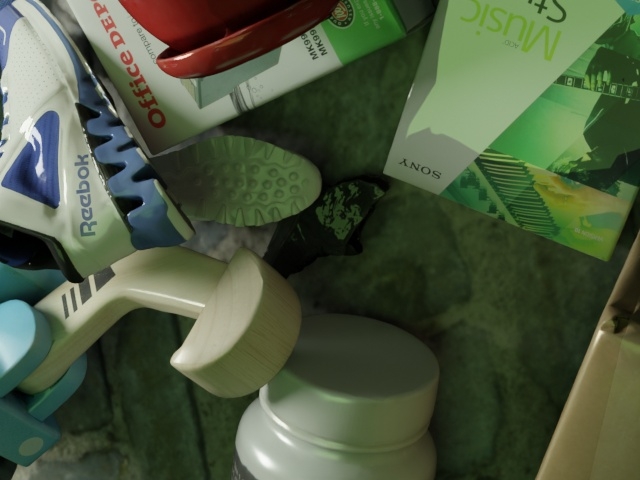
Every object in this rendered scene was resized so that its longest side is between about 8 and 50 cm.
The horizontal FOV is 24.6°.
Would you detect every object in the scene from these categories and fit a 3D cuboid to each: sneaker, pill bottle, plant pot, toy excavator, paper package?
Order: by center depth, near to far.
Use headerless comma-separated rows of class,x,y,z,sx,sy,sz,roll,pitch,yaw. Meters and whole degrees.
plant pot,-0.084,-0.235,1.192,0.191,0.191,0.174,-19,105,24
paper package,0.294,0.176,1.294,0.168,0.309,0.325,22,115,12
sneaker,-0.269,-0.079,1.386,0.182,0.127,0.315,-33,61,-4
sneaker,-0.105,-0.059,1.460,0.235,0.095,0.090,-1,94,20
sneaker,0.001,-0.001,1.469,0.089,0.051,0.170,28,113,12
toy excavator,-0.286,0.081,1.473,0.445,0.222,0.433,-43,51,4
pill bottle,0.005,0.271,1.489,0.204,0.204,0.361,15,115,13

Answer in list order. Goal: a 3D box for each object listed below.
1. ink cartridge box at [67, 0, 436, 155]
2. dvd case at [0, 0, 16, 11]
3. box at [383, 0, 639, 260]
ink cartridge box,-0.072,-0.233,1.363,0.289,0.121,0.211,-23,101,25
dvd case,-0.445,-0.247,1.506,0.253,0.022,0.180,32,95,4
box,0.212,-0.165,1.330,0.232,0.058,0.322,22,117,10
